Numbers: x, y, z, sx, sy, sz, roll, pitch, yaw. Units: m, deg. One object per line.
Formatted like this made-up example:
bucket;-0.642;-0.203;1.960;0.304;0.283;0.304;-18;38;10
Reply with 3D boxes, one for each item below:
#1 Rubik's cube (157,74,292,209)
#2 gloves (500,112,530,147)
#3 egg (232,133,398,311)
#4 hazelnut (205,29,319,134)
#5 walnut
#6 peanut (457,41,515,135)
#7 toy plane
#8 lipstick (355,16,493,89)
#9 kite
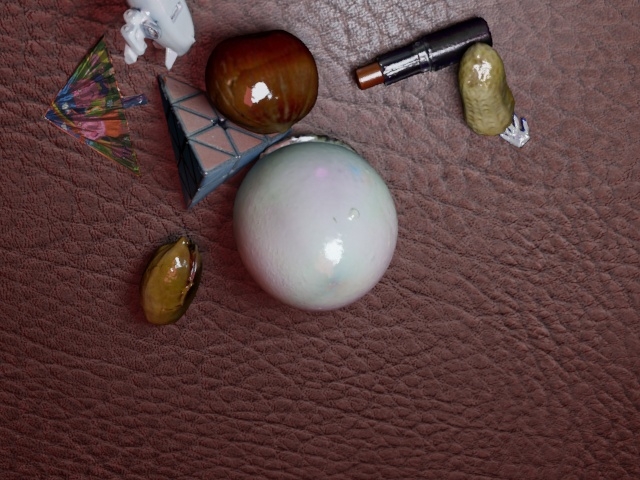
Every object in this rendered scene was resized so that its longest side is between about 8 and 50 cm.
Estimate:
Rubik's cube;-0.235;-0.201;1.588;0.233;0.229;0.228;39;64;-54
gloves;0.440;-0.252;1.682;0.086;0.026;0.064;36;105;-13
egg;0.000;0.000;1.563;0.355;0.339;0.354;-6;124;-8
hazelnut;-0.112;-0.318;1.510;0.230;0.229;0.229;-2;114;-4
walnut;-0.346;0.097;1.717;0.137;0.137;0.245;20;119;-12
peanut;0.349;-0.321;1.577;0.120;0.110;0.236;-44;139;-15
toy plane;-0.319;-0.447;1.447;0.118;0.245;0.244;15;115;21
lipstick;0.215;-0.391;1.573;0.300;0.081;0.081;-19;114;3
kite;-0.488;-0.276;1.605;0.234;0.016;0.320;-9;114;-1
